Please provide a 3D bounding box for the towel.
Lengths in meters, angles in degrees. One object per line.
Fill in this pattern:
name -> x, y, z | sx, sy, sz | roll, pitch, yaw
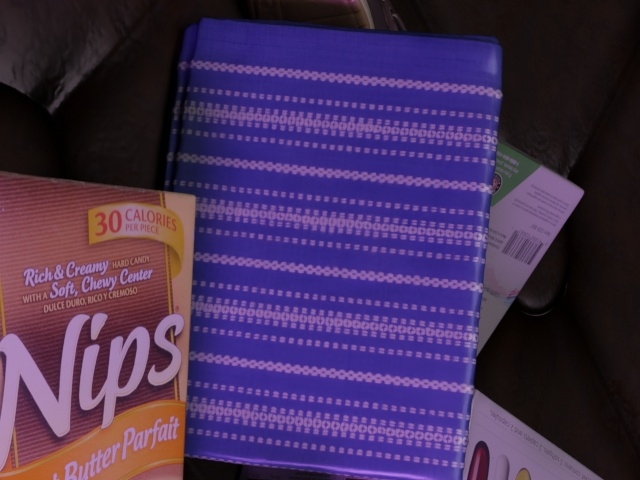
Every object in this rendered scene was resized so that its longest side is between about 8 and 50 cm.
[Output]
towel -> 0.000, 0.000, 1.119 | 0.040, 0.243, 0.336 | 62, 34, -75

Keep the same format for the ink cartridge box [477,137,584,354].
ink cartridge box -> 0.093, 0.009, 1.257 | 0.154, 0.093, 0.212 | 22, 102, -48

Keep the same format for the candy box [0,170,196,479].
candy box -> -0.175, 0.120, 0.977 | 0.183, 0.087, 0.316 | 5, 87, -52

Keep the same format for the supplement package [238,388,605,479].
supplement package -> 0.090, 0.226, 1.222 | 0.262, 0.204, 0.145 | 36, 61, -45

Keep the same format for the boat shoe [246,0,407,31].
boat shoe -> 0.025, -0.158, 1.256 | 0.285, 0.103, 0.092 | 61, 40, -34
